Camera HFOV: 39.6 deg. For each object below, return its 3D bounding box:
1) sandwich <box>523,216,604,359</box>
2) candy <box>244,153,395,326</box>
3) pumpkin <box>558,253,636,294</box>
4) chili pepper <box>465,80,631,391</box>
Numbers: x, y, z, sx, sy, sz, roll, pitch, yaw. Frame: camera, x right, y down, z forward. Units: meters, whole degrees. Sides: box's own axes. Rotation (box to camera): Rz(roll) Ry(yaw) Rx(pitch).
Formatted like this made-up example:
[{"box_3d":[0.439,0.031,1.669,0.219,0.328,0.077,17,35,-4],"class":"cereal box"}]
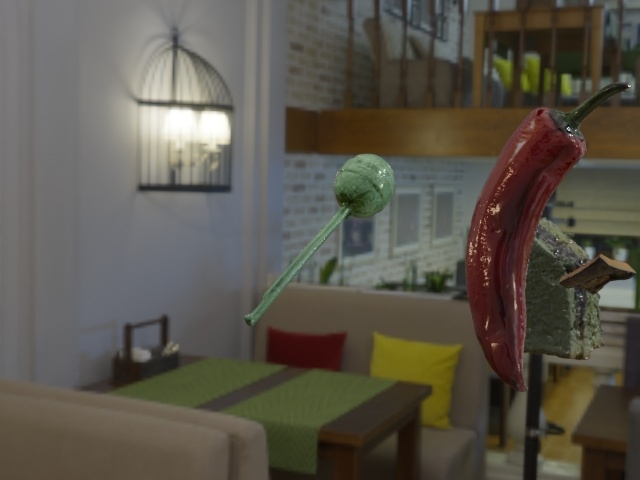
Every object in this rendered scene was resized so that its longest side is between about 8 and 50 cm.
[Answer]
[{"box_3d":[0.524,0.112,2.124,0.131,0.325,0.262,-13,10,-36],"class":"sandwich"},{"box_3d":[0.000,0.000,1.668,0.119,0.119,0.440,6,48,46],"class":"candy"},{"box_3d":[0.379,0.042,1.225,0.073,0.035,0.101,-30,-31,34],"class":"pumpkin"},{"box_3d":[0.246,-0.019,1.052,0.137,0.368,0.092,22,11,34],"class":"chili pepper"}]
